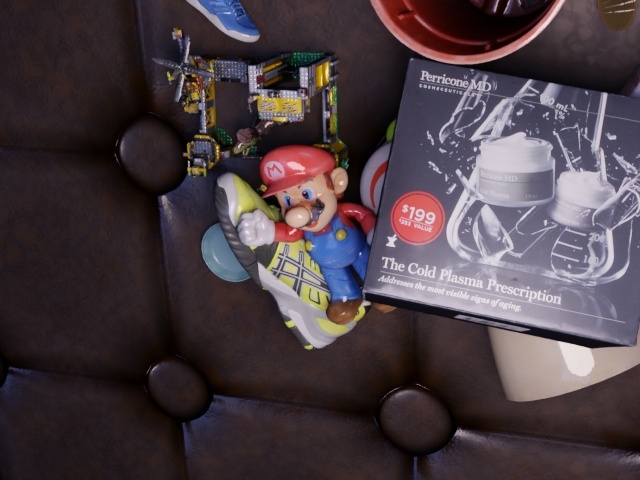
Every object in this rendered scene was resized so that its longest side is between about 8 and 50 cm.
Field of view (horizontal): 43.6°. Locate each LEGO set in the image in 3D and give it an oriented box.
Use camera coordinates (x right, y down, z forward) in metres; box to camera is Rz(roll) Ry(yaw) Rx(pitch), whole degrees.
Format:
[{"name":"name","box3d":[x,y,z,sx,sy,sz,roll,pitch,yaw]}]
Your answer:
[{"name":"LEGO set","box3d":[-0.113,-0.199,1.308,0.331,0.192,0.255,14,114,13]}]

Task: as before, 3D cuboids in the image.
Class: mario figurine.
[{"name":"mario figurine","box3d":[0.000,0.000,1.237,0.198,0.170,0.321,-35,115,-9]}]

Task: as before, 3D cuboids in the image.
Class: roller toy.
[{"name":"roller toy","box3d":[0.172,-0.090,1.283,0.191,0.146,0.209,34,125,9]}]

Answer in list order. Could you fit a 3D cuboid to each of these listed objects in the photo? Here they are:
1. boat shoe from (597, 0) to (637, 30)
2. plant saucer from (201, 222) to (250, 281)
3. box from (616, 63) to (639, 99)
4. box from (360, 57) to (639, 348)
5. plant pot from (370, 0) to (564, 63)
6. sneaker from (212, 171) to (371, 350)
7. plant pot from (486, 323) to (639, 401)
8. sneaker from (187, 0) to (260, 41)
[{"name":"boat shoe","box3d":[0.422,-0.378,1.148,0.056,0.049,0.152,-5,127,26]},{"name":"plant saucer","box3d":[-0.165,0.019,1.502,0.119,0.021,0.119,6,112,16]},{"name":"box","box3d":[0.589,-0.211,1.114,0.262,0.127,0.231,32,117,4]},{"name":"box","box3d":[0.250,-0.042,1.071,0.343,0.179,0.313,11,82,5]},{"name":"plant pot","box3d":[0.230,-0.388,1.073,0.272,0.265,0.272,9,111,24]},{"name":"sneaker","box3d":[-0.051,0.019,1.386,0.147,0.145,0.385,-30,123,9]},{"name":"plant pot","box3d":[0.355,0.072,1.253,0.256,0.256,0.274,-24,87,24]},{"name":"sneaker","box3d":[-0.152,-0.400,1.320,0.152,0.058,0.085,40,125,8]}]
